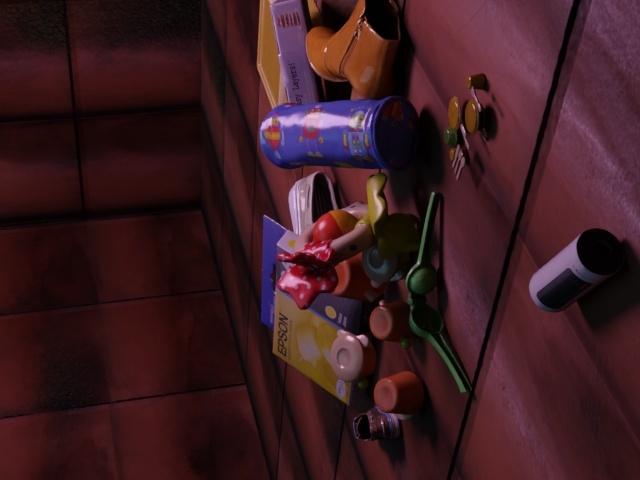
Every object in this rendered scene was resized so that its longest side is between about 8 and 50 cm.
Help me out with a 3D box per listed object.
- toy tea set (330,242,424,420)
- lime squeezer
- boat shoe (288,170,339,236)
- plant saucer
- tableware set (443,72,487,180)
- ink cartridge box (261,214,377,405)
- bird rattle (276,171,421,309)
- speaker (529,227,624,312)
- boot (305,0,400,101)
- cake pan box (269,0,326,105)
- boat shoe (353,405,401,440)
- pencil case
[{"bbox_3d":[0.114,0.149,1.823,0.200,0.124,0.336,-11,81,47],"label":"toy tea set"},{"bbox_3d":[0.170,0.085,1.603,0.110,0.059,0.310,142,121,-75],"label":"lime squeezer"},{"bbox_3d":[0.000,0.000,2.154,0.094,0.109,0.302,-42,58,57],"label":"boat shoe"},{"bbox_3d":[-0.081,-0.434,2.353,0.332,0.081,0.333,-111,20,-45],"label":"plant saucer"},{"bbox_3d":[0.204,-0.166,1.429,0.154,0.024,0.104,99,163,-51],"label":"tableware set"},{"bbox_3d":[-0.027,0.143,2.096,0.307,0.072,0.303,28,135,28],"label":"ink cartridge box"},{"bbox_3d":[0.034,0.007,1.708,0.143,0.253,0.207,54,176,-18],"label":"bird rattle"},{"bbox_3d":[0.280,0.034,1.131,0.136,0.055,0.055,119,142,-67],"label":"speaker"},{"bbox_3d":[0.065,-0.356,1.782,0.211,0.104,0.295,104,151,-42],"label":"boot"},{"bbox_3d":[-0.040,-0.352,2.052,0.246,0.070,0.267,-75,-24,-74],"label":"cake pan box"},{"bbox_3d":[0.098,0.355,1.990,0.183,0.066,0.066,135,128,-73],"label":"boat shoe"},{"bbox_3d":[0.033,-0.174,1.711,0.306,0.133,0.119,6,80,49],"label":"pencil case"}]
